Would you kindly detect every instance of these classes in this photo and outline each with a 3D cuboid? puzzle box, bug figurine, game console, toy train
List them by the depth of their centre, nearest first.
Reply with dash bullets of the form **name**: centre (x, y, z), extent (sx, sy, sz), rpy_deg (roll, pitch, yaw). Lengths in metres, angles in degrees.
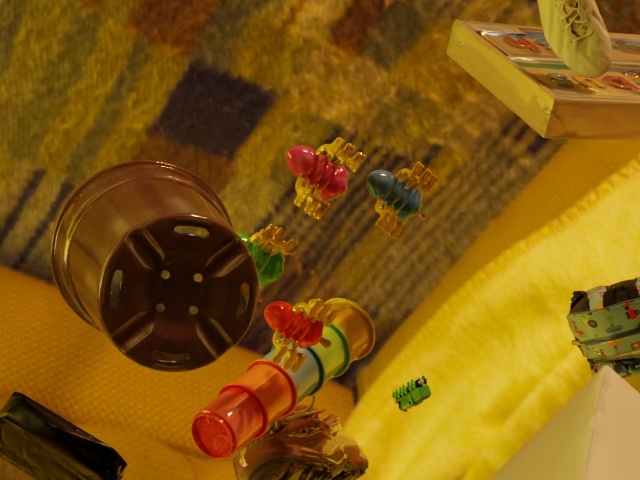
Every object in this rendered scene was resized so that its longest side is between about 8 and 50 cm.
- **toy train**: centre (0.088, 0.149, 0.938), extent (0.017, 0.024, 0.083), rpy_deg (-16, 165, -16)
- **bug figurine**: centre (0.000, 0.000, 1.091), extent (0.279, 0.072, 0.216), rpy_deg (-52, 132, -1)
- **puzzle box**: centre (0.402, -0.208, 1.271), extent (0.408, 0.272, 0.052), rpy_deg (-1, 122, -22)
- **game console**: centre (-0.439, 0.409, 1.555), extent (0.213, 0.044, 0.361), rpy_deg (30, 127, 7)

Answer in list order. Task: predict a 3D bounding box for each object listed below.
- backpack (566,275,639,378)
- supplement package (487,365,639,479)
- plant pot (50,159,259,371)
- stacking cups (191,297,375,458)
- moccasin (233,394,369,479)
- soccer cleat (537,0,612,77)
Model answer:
- **backpack**: centre (0.378, 0.102, 1.167), extent (0.158, 0.117, 0.173), rpy_deg (-17, 174, 17)
- **supplement package**: centre (0.163, 0.226, 0.619), extent (0.149, 0.194, 0.203), rpy_deg (41, 113, 6)
- **plant pot**: centre (-0.131, 0.026, 0.806), extent (0.166, 0.165, 0.167), rpy_deg (-5, 103, -20)
- **stacking cups**: centre (-0.047, 0.179, 1.236), extent (0.096, 0.316, 0.096), rpy_deg (15, 119, 29)
- **moccasin**: centre (-0.033, 0.305, 1.441), extent (0.139, 0.147, 0.380), rpy_deg (-37, 162, 15)
- **soccer cleat**: centre (0.282, -0.279, 1.115), extent (0.068, 0.076, 0.196), rpy_deg (-25, 91, -5)
